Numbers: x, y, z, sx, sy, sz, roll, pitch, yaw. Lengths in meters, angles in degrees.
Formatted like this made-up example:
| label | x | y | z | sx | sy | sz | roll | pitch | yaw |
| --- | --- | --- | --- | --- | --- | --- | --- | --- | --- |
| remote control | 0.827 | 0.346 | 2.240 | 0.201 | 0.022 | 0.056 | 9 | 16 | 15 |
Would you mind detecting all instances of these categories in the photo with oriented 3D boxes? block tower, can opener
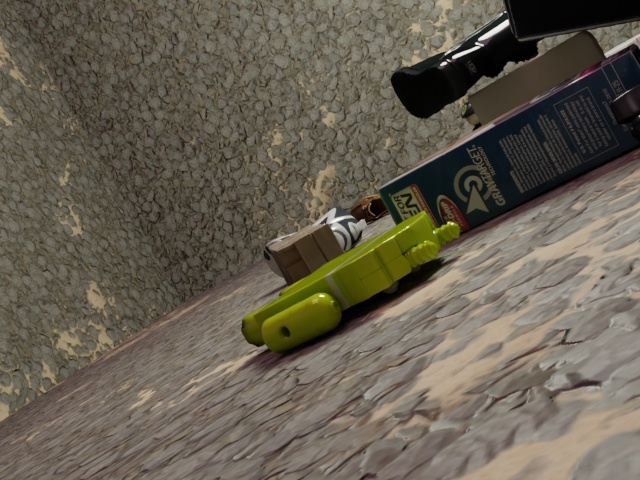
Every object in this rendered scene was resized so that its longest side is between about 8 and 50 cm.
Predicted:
| label | x | y | z | sx | sy | sz | roll | pitch | yaw |
| --- | --- | --- | --- | --- | --- | --- | --- | --- | --- |
| block tower | -0.023 | 0.031 | 1.388 | 0.091 | 0.097 | 0.335 | -29 | 2 | -6 |
| can opener | 0.387 | -0.145 | 0.823 | 0.186 | 0.073 | 0.059 | -20 | -6 | -3 |

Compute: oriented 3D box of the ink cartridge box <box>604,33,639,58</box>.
| label | x | y | z | sx | sy | sz | roll | pitch | yaw |
| --- | --- | --- | --- | --- | --- | --- | --- | --- | --- |
| ink cartridge box | 0.650 | -0.369 | 1.752 | 0.143 | 0.092 | 0.090 | -34 | 6 | -41 |

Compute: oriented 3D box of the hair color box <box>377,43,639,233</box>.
| label | x | y | z | sx | sy | sz | roll | pitch | yaw |
| --- | --- | --- | --- | --- | --- | --- | --- | --- | --- |
| hair color box | 0.261 | -0.116 | 1.064 | 0.347 | 0.105 | 0.174 | -29 | 3 | 26 |

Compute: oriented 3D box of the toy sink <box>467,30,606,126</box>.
| label | x | y | z | sx | sy | sz | roll | pitch | yaw |
| --- | --- | --- | --- | --- | --- | --- | --- | --- | --- |
| toy sink | 0.385 | -0.228 | 1.320 | 0.131 | 0.153 | 0.234 | -32 | 3 | -43 |

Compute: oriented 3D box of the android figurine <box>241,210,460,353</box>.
| label | x | y | z | sx | sy | sz | roll | pitch | yaw |
| --- | --- | --- | --- | --- | --- | --- | --- | --- | --- |
| android figurine | 0.036 | 0.045 | 0.950 | 0.273 | 0.056 | 0.248 | -28 | 3 | 35 |

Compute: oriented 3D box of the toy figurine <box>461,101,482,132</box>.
| label | x | y | z | sx | sy | sz | roll | pitch | yaw |
| --- | --- | --- | --- | --- | --- | --- | --- | --- | --- |
| toy figurine | 0.455 | -0.303 | 1.934 | 0.213 | 0.148 | 0.209 | -28 | 3 | 36 |

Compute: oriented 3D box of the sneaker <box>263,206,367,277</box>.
| label | x | y | z | sx | sy | sz | roll | pitch | yaw |
| --- | --- | --- | --- | --- | --- | --- | --- | --- | --- |
| sneaker | 0.000 | 0.000 | 1.705 | 0.153 | 0.094 | 0.235 | -30 | 3 | -43 |

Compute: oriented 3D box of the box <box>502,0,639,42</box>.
| label | x | y | z | sx | sy | sz | roll | pitch | yaw |
| --- | --- | --- | --- | --- | --- | --- | --- | --- | --- |
| box | 0.511 | -0.560 | 1.180 | 0.480 | 0.297 | 0.472 | -5 | 38 | 27 |

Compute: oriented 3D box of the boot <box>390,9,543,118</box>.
| label | x | y | z | sx | sy | sz | roll | pitch | yaw |
| --- | --- | --- | --- | --- | --- | --- | --- | --- | --- |
| boot | 0.248 | -0.298 | 1.379 | 0.207 | 0.094 | 0.246 | -33 | 10 | -12 |

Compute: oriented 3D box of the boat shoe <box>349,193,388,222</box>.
| label | x | y | z | sx | sy | sz | roll | pitch | yaw |
| --- | --- | --- | --- | --- | --- | --- | --- | --- | --- |
| boat shoe | 0.133 | -0.083 | 2.120 | 0.178 | 0.064 | 0.060 | -24 | 4 | 38 |
